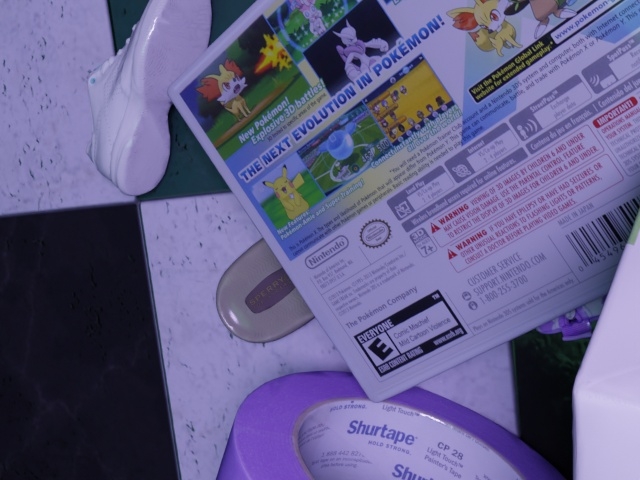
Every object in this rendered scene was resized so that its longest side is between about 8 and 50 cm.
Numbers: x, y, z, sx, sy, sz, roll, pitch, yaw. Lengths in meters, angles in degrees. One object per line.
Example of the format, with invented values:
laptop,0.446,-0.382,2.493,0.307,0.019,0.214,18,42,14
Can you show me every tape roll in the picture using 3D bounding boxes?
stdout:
tape roll,0.058,0.203,0.581,0.275,0.275,0.090,23,106,18

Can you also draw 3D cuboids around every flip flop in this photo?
flip flop,0.000,0.000,0.675,0.277,0.080,0.112,-39,80,26

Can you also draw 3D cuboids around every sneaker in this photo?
sneaker,-0.173,-0.153,0.731,0.094,0.080,0.212,33,111,27

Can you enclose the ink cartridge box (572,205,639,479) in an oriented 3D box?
ink cartridge box,0.220,0.146,0.434,0.119,0.207,0.353,10,132,29

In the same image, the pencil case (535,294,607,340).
pencil case,0.162,-0.025,0.601,0.086,0.088,0.206,-28,86,39

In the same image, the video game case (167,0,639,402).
video game case,0.079,-0.074,0.541,0.329,0.036,0.300,-34,90,34
